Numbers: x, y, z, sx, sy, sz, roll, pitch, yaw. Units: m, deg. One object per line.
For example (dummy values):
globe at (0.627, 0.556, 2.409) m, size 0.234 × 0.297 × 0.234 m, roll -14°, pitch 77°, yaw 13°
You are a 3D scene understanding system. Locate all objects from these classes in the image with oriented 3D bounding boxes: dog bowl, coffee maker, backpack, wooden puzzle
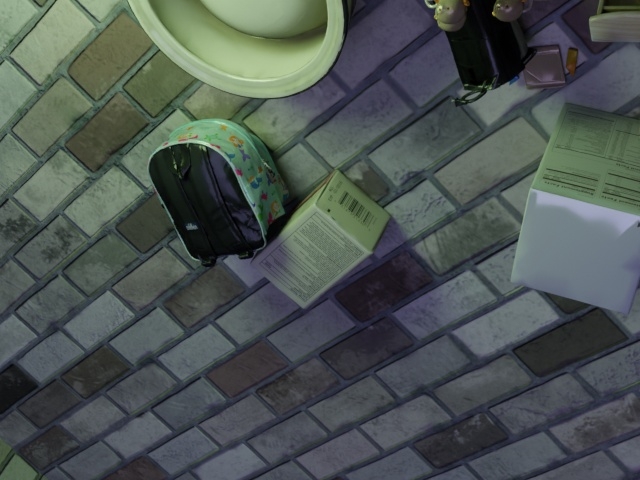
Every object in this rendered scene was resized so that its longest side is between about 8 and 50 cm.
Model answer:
dog bowl at (-0.120, -0.438, 1.906) m, size 0.407 × 0.150 × 0.408 m, roll 17°, pitch 138°, yaw 16°
coffee maker at (0.248, -0.334, 1.821) m, size 0.120 × 0.171 × 0.178 m, roll -10°, pitch 122°, yaw 29°
backpack at (-0.196, -0.107, 2.205) m, size 0.225 × 0.191 × 0.254 m, roll -10°, pitch 123°, yaw 35°
wooden puzzle at (0.367, -0.285, 1.914) m, size 0.116 × 0.014 × 0.079 m, roll 4°, pitch 124°, yaw 22°

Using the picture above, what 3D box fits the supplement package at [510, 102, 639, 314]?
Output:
supplement package at (0.446, -0.057, 1.887) m, size 0.198 × 0.263 × 0.199 m, roll 16°, pitch 131°, yaw 13°

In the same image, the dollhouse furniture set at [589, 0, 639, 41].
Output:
dollhouse furniture set at (0.388, -0.445, 1.579) m, size 0.286 × 0.198 × 0.303 m, roll 5°, pitch 150°, yaw 23°

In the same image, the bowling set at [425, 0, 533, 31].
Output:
bowling set at (0.205, -0.366, 1.624) m, size 0.287 × 0.199 × 0.154 m, roll -22°, pitch 92°, yaw 50°

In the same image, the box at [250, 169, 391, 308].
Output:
box at (0.000, 0.000, 2.242) m, size 0.148 × 0.127 × 0.232 m, roll 41°, pitch 133°, yaw -10°
